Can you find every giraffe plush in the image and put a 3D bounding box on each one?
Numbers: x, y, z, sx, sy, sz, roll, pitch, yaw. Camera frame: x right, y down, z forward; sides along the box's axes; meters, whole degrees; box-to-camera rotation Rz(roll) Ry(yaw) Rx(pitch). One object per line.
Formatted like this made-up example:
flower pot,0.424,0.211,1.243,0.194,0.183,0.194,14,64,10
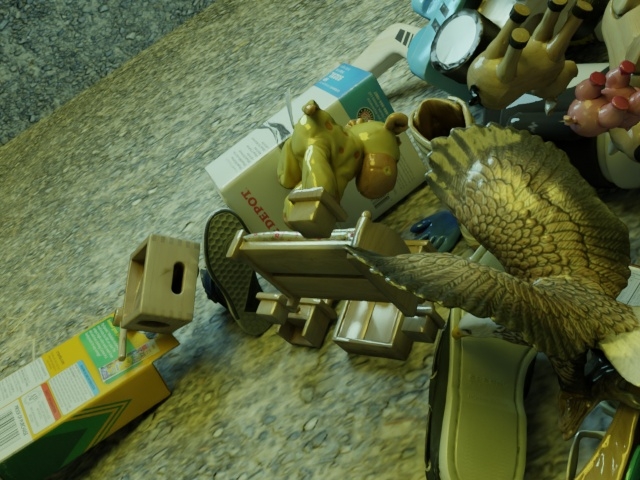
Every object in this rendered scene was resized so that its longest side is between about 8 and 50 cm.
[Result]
giraffe plush,0.040,-0.116,0.944,0.170,0.210,0.181,-2,1,-19

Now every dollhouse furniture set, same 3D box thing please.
dollhouse furniture set,0.000,0.000,0.849,0.303,0.355,0.174,-1,57,39

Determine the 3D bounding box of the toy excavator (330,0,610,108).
toy excavator,0.220,-0.366,1.181,0.433,0.222,0.445,-62,36,19

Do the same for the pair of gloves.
pair of gloves,0.221,-0.003,0.977,0.159,0.023,0.198,-40,36,-6

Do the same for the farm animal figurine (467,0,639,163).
farm animal figurine,0.344,-0.184,0.715,0.330,0.172,0.327,25,62,6

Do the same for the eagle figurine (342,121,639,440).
eagle figurine,0.195,0.044,0.630,0.225,0.298,0.226,-36,11,13

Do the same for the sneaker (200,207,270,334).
sneaker,-0.162,0.032,1.075,0.086,0.226,0.163,-23,30,-18

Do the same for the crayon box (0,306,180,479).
crayon box,-0.397,0.247,1.090,0.323,0.083,0.203,-33,35,-20

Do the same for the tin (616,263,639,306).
tin,0.352,0.071,0.784,0.106,0.040,0.189,-46,38,-21

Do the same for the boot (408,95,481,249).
boot,0.191,-0.134,0.958,0.095,0.203,0.262,-24,37,13

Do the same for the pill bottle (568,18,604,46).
pill bottle,0.422,-0.412,1.189,0.215,0.117,0.117,4,51,41

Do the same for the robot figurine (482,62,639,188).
robot figurine,0.368,-0.166,0.915,0.278,0.173,0.209,14,58,46

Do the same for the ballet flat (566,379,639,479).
ballet flat,0.303,0.191,0.654,0.073,0.080,0.232,13,58,46

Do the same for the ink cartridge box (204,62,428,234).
ink cartridge box,-0.005,-0.115,1.103,0.307,0.223,0.129,-38,33,-3

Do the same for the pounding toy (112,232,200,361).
pounding toy,-0.271,0.110,1.053,0.206,0.094,0.181,-31,52,56

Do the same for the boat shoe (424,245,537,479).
boat shoe,0.191,0.148,0.766,0.127,0.113,0.340,17,59,-6
